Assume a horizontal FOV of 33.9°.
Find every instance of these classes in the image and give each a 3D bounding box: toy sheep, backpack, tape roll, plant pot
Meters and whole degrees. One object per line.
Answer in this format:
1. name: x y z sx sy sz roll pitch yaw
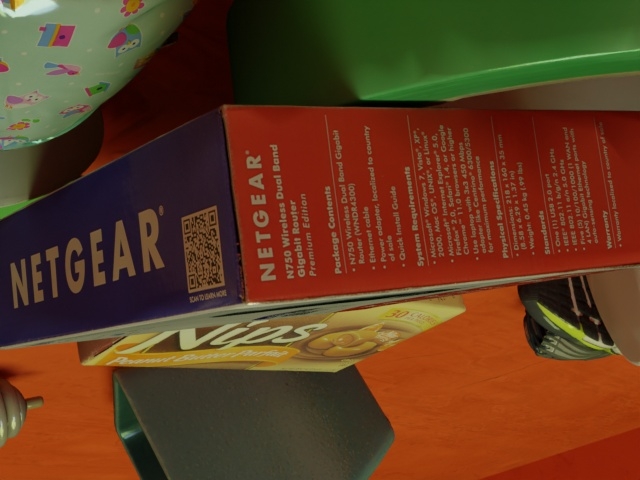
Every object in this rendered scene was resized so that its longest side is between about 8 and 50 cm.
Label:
1. toy sheep: -0.353 0.180 1.089 0.132 0.091 0.091 -16 162 -33
2. backpack: -0.135 -0.118 0.469 0.152 0.115 0.182 6 154 -44
3. tape roll: 0.112 -0.099 0.568 0.321 0.077 0.321 -7 176 -1
4. plant pot: -0.066 0.229 1.179 0.252 0.248 0.247 -25 162 -20

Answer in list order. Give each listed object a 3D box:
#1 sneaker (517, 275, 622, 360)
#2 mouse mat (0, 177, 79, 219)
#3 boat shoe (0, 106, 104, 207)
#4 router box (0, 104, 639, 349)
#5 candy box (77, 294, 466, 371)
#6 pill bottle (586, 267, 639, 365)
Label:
1. sneaker: 0.287 0.095 1.220 0.121 0.111 0.300 -20 155 27
2. mouse mat: -0.239 -0.001 0.825 0.189 0.007 0.152 -20 156 19
3. boat shoe: -0.260 -0.053 0.590 0.267 0.096 0.088 -16 -168 -29
4. router box: 0.000 0.000 0.618 0.301 0.082 0.335 -4 174 -33
5. candy box: -0.040 0.049 0.942 0.316 0.087 0.183 10 148 -45
6. pill bottle: 0.430 -0.027 0.849 0.407 0.229 0.229 -13 157 0
